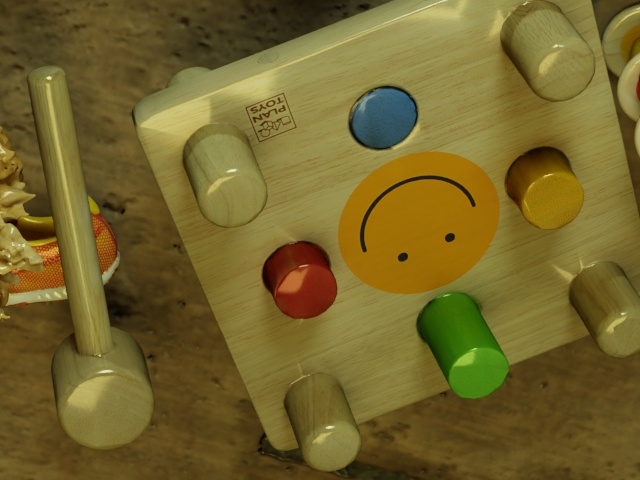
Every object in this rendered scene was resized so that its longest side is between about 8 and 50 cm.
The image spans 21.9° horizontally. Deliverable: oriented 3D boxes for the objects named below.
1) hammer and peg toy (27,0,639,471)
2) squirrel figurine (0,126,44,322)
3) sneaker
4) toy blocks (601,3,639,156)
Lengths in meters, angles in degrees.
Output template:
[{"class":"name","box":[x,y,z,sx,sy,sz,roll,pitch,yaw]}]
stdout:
[{"class":"hammer and peg toy","box":[0.000,0.000,0.929,0.361,0.127,0.266,-20,125,-2]},{"class":"squirrel figurine","box":[-0.343,0.008,0.792,0.397,0.370,0.281,-26,123,14]},{"class":"sneaker","box":[-0.211,0.014,1.006,0.175,0.064,0.067,-19,114,-1]},{"class":"toy blocks","box":[0.224,-0.062,0.920,0.123,0.148,0.054,22,121,-18]}]
